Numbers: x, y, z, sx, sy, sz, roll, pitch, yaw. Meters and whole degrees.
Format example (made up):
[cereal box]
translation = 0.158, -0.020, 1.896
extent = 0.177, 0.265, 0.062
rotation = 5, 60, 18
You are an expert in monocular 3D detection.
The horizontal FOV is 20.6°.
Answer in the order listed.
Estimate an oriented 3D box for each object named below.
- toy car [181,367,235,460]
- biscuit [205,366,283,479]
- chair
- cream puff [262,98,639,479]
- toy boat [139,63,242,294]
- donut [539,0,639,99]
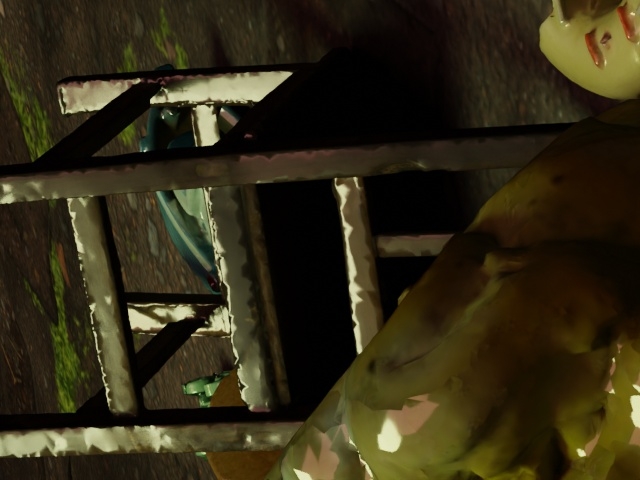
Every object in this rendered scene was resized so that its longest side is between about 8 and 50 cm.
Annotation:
[toy car]
translation = -0.070, 0.141, 1.438
extent = 0.143, 0.054, 0.073
rotation = 155, 100, -70
[biscuit]
translation = 0.019, 0.196, 1.140
extent = 0.301, 0.197, 0.049
rotation = 56, -176, 33
[chair]
translation = 0.000, 0.000, 1.070
extent = 0.240, 0.416, 0.203
rotation = -44, -52, -66
[cream puff]
translation = 0.125, 0.113, 0.758
extent = 0.257, 0.291, 0.324
rotation = 41, 121, 10
[toy boat]
translation = -0.069, -0.044, 1.271
extent = 0.215, 0.088, 0.102
rotation = 58, 161, 27
[donut]
translation = 0.150, -0.119, 0.778
extent = 0.108, 0.065, 0.166
rotation = 58, 151, 32
